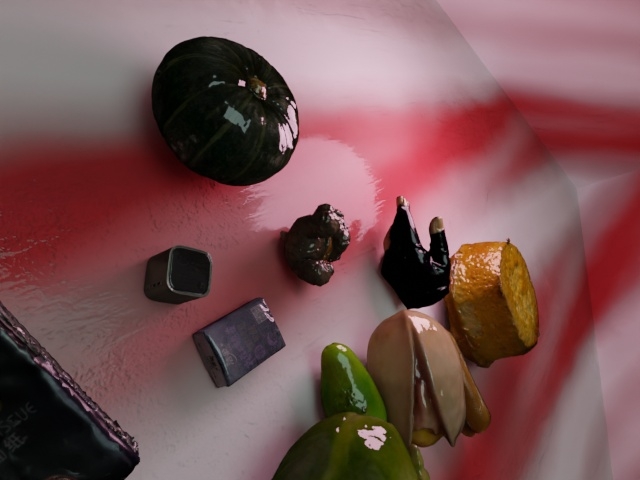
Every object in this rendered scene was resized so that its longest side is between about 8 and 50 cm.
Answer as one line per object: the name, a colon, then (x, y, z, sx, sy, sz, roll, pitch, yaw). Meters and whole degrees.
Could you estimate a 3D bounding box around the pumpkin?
pumpkin: (-0.177, -0.242, 0.923, 0.300, 0.207, 0.300, 29, 42, -30)

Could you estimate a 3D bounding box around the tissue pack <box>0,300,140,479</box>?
tissue pack: (-0.400, 0.220, 0.530, 0.245, 0.123, 0.332, -40, 108, -21)

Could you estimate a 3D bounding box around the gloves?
gloves: (0.252, 0.029, 1.272, 0.152, 0.197, 0.301, 0, 76, -57)

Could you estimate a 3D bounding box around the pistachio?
pistachio: (0.218, 0.314, 1.095, 0.229, 0.229, 0.309, 10, 66, -44)

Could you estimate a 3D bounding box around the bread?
bread: (0.534, 0.193, 1.496, 0.398, 0.215, 0.398, 23, 59, -46)

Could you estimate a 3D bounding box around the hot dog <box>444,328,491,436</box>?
hot dog: (0.354, 0.390, 1.293, 0.100, 0.135, 0.337, -28, 95, -26)

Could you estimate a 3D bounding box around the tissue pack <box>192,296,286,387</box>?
tissue pack: (-0.149, 0.188, 0.897, 0.156, 0.051, 0.112, -27, 92, -48)

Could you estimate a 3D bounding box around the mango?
mango: (0.059, 0.329, 1.018, 0.125, 0.111, 0.233, -34, 99, -52)

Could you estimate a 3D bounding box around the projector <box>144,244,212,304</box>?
projector: (-0.244, 0.061, 0.820, 0.083, 0.082, 0.083, 18, 64, -42)

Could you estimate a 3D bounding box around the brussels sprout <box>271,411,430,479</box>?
brussels sprout: (0.061, 0.511, 0.840, 0.371, 0.275, 0.315, 65, 28, -16)

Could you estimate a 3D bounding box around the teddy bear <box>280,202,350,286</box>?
teddy bear: (0.000, 0.000, 1.080, 0.190, 0.140, 0.177, -13, 111, -56)
